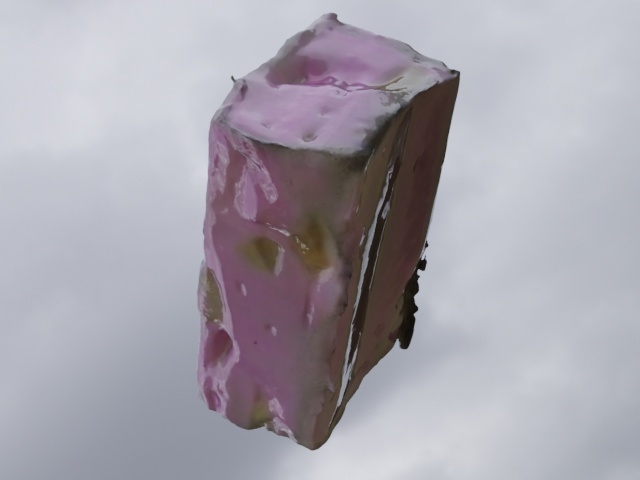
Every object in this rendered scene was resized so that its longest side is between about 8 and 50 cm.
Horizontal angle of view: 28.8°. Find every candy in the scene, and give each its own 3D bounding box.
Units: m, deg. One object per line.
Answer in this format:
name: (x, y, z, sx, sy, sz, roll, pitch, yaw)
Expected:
candy: (0.000, 0.000, 0.829, 0.155, 0.115, 0.265, -45, -26, -42)
